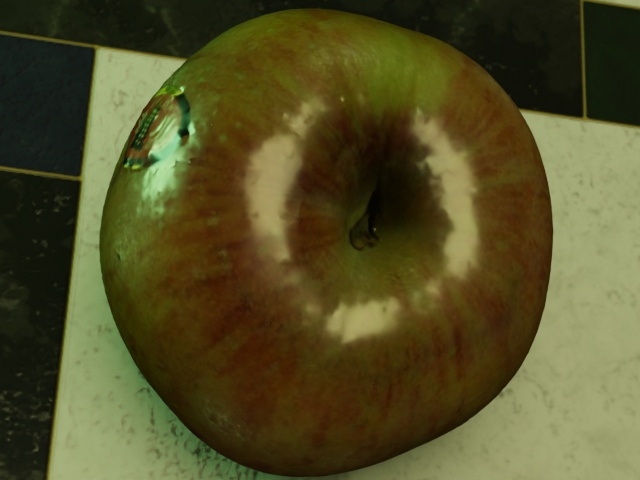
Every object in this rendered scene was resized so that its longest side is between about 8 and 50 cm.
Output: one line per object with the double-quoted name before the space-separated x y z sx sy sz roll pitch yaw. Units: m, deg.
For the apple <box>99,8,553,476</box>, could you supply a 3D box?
"apple" 0.000 0.000 1.605 0.400 0.333 0.400 3 80 -19
